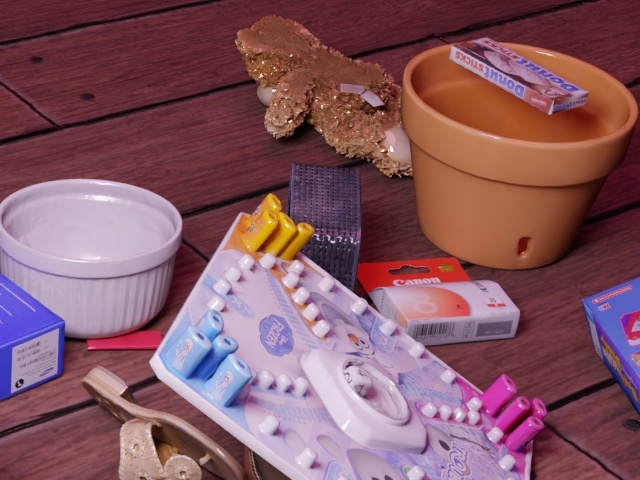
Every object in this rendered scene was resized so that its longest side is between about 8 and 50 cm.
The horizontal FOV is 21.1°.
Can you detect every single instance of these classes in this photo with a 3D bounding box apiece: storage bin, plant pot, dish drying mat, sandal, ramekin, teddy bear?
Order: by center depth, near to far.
[{"bbox_3d":[-0.172,0.207,1.680,0.240,0.088,0.079,27,66,42],"label":"sandal"},{"bbox_3d":[-0.214,0.109,1.877,0.083,0.008,0.032,1,30,-13],"label":"dish drying mat"},{"bbox_3d":[-0.259,0.023,1.905,0.207,0.109,0.207,5,26,-2],"label":"ramekin"},{"bbox_3d":[0.000,0.000,2.001,0.084,0.122,0.180,6,30,-4],"label":"storage bin"},{"bbox_3d":[0.232,-0.099,2.145,0.290,0.203,0.291,7,30,-4],"label":"plant pot"},{"bbox_3d":[0.027,-0.183,2.362,0.338,0.113,0.245,22,39,9],"label":"teddy bear"}]

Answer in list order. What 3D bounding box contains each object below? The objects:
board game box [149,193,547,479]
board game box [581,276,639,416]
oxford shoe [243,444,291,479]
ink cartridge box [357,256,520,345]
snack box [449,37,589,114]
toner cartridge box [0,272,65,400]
[{"bbox_3d":[0.051,0.141,1.615,0.390,0.050,0.390,37,21,-5],"label":"board game box"},{"bbox_3d":[0.493,0.092,1.878,0.347,0.078,0.233,-21,35,-3],"label":"board game box"},{"bbox_3d":[-0.036,0.124,1.754,0.140,0.147,0.397,-3,32,-18],"label":"oxford shoe"},{"bbox_3d":[0.134,0.056,2.016,0.145,0.045,0.179,-4,35,-20],"label":"ink cartridge box"},{"bbox_3d":[0.241,-0.202,2.100,0.064,0.022,0.178,-16,37,-37],"label":"snack box"},{"bbox_3d":[-0.444,0.061,1.839,0.165,0.075,0.348,-20,41,-41],"label":"toner cartridge box"}]
